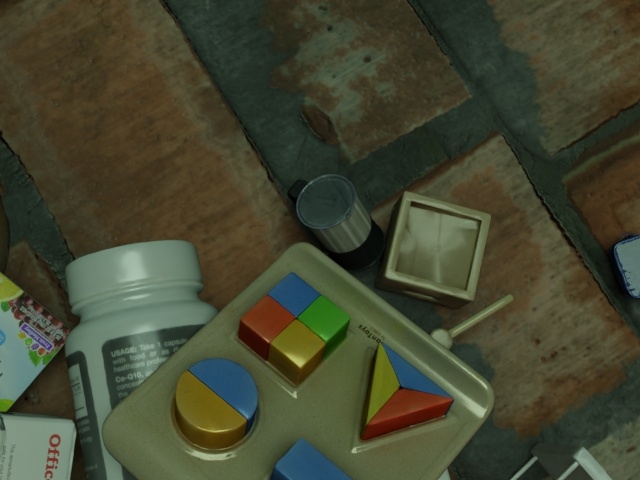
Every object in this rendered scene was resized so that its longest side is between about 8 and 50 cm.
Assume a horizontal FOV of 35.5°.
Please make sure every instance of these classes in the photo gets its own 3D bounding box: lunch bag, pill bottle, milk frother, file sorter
[{"bbox_3d":[0.462,0.035,1.461,0.067,0.065,0.098,-17,81,5],"label":"lunch bag"},{"bbox_3d":[-0.207,0.194,1.263,0.204,0.204,0.361,-10,80,-10],"label":"pill bottle"},{"bbox_3d":[0.000,0.000,1.368,0.129,0.135,0.143,12,68,29],"label":"milk frother"},{"bbox_3d":[0.342,0.425,1.295,0.173,0.193,0.277,-40,85,-11],"label":"file sorter"}]

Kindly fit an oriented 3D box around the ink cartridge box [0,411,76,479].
[{"bbox_3d":[-0.429,0.288,1.193,0.237,0.100,0.172,11,81,-32],"label":"ink cartridge box"}]

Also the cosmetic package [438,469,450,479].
[{"bbox_3d":[0.096,0.446,1.236,0.162,0.230,0.453,-13,80,-11],"label":"cosmetic package"}]

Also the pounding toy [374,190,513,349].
[{"bbox_3d":[0.172,0.060,1.399,0.181,0.094,0.206,15,76,-4],"label":"pounding toy"}]

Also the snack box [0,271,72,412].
[{"bbox_3d":[-0.456,0.118,1.285,0.207,0.070,0.174,44,75,-16],"label":"snack box"}]

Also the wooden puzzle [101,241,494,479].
[{"bbox_3d":[-0.018,0.191,1.125,0.322,0.080,0.348,38,63,16],"label":"wooden puzzle"}]

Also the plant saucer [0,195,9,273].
[{"bbox_3d":[-0.579,-0.002,1.337,0.311,0.050,0.310,1,79,-7],"label":"plant saucer"}]
